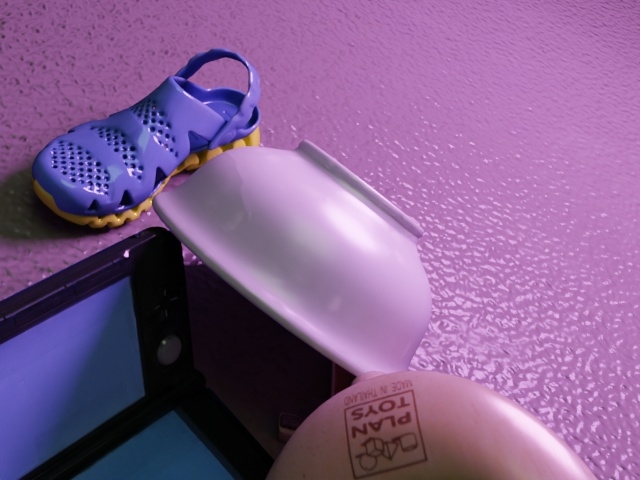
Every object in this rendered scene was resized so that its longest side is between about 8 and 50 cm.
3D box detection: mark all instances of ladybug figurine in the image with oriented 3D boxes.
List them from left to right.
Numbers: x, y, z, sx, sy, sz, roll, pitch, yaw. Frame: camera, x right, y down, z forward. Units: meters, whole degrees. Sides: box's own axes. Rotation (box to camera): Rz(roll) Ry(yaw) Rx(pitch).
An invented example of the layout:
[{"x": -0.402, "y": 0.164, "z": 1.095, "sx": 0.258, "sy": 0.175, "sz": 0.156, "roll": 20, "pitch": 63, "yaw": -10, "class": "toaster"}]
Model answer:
[{"x": 0.099, "y": 0.306, "z": 0.675, "sx": 0.305, "sy": 0.162, "sz": 0.449, "roll": -17, "pitch": 61, "yaw": 10, "class": "ladybug figurine"}]

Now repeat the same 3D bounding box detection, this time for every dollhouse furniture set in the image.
[{"x": 0.014, "y": 0.134, "z": 0.912, "sx": 0.091, "sy": 0.081, "sz": 0.114, "roll": 16, "pitch": 43, "yaw": -12, "class": "dollhouse furniture set"}]

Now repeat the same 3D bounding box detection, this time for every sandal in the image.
[{"x": -0.175, "y": -0.124, "z": 1.032, "sx": 0.126, "sy": 0.138, "sz": 0.317, "roll": 42, "pitch": 46, "yaw": 12, "class": "sandal"}]

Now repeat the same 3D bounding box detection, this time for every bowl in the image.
[{"x": 0.000, "y": 0.000, "z": 0.884, "sx": 0.298, "sy": 0.134, "sz": 0.298, "roll": 37, "pitch": 3, "yaw": -2, "class": "bowl"}]

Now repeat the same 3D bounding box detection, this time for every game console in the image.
[{"x": -0.158, "y": 0.166, "z": 0.738, "sx": 0.173, "sy": 0.250, "sz": 0.293, "roll": 20, "pitch": 35, "yaw": 33, "class": "game console"}]
